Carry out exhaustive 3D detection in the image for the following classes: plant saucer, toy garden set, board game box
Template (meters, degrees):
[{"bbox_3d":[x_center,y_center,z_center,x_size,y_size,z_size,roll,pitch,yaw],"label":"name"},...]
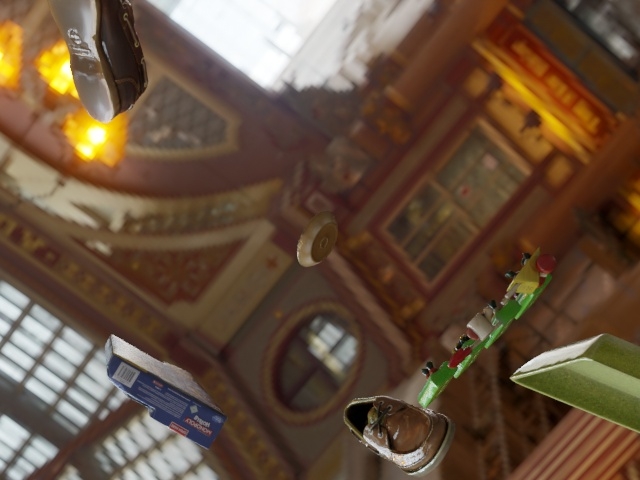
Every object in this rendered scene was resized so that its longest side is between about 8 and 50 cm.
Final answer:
[{"bbox_3d":[0.330,0.153,1.613,0.188,0.045,0.188,22,162,-13],"label":"plant saucer"},{"bbox_3d":[0.000,0.000,2.004,0.015,0.083,0.083,26,-169,29],"label":"plant saucer"},{"bbox_3d":[0.232,0.114,2.104,0.049,0.244,0.204,44,160,11],"label":"toy garden set"},{"bbox_3d":[-0.245,0.220,2.224,0.194,0.060,0.194,31,-179,-12],"label":"board game box"}]

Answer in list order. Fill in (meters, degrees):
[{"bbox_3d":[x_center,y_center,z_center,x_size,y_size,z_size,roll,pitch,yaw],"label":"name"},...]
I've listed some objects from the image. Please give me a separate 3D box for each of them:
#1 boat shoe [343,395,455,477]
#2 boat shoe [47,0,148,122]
[{"bbox_3d":[0.119,0.315,2.437,0.104,0.111,0.307,31,165,-14],"label":"boat shoe"},{"bbox_3d":[-0.222,-0.221,1.482,0.073,0.207,0.073,22,-132,31],"label":"boat shoe"}]
